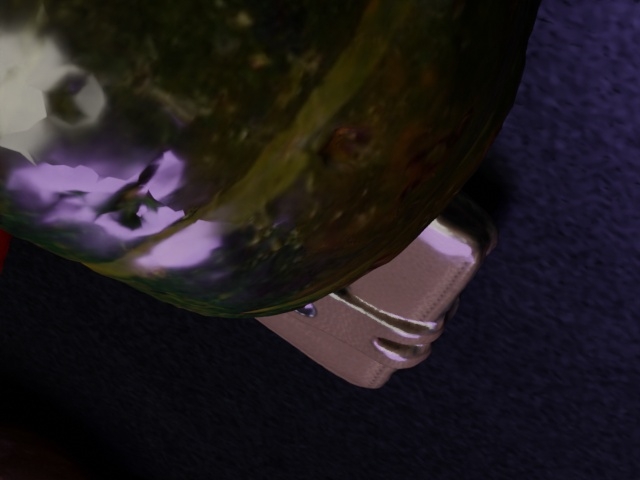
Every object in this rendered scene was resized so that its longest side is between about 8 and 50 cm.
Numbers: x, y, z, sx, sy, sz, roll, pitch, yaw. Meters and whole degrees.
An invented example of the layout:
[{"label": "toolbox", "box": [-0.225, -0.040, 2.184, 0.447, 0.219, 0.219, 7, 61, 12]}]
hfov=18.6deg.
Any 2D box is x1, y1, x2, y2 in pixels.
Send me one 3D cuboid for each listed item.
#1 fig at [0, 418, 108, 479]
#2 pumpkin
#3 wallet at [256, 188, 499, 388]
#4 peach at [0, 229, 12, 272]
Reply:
[{"label": "fig", "box": [-0.166, 0.170, 1.079, 0.175, 0.207, 0.175, 161, 90, -80]}, {"label": "pumpkin", "box": [-0.056, -0.095, 0.507, 0.260, 0.189, 0.260, 26, 180, 0]}, {"label": "wallet", "box": [0.000, 0.000, 0.736, 0.118, 0.039, 0.153, 35, 150, 2]}, {"label": "peach", "box": [-0.228, -0.038, 0.802, 0.154, 0.159, 0.267, 11, 143, 25]}]
